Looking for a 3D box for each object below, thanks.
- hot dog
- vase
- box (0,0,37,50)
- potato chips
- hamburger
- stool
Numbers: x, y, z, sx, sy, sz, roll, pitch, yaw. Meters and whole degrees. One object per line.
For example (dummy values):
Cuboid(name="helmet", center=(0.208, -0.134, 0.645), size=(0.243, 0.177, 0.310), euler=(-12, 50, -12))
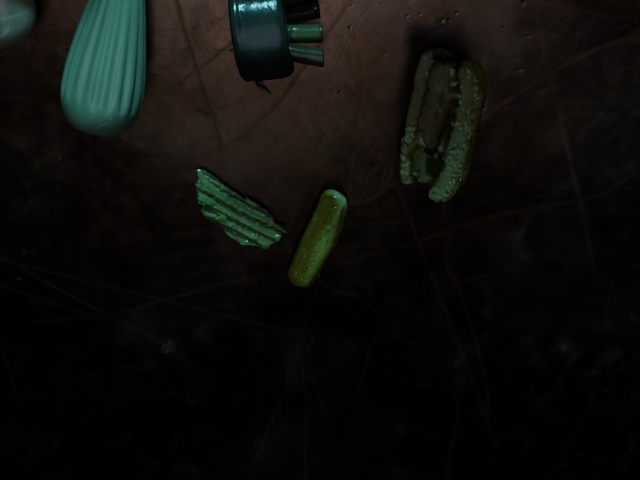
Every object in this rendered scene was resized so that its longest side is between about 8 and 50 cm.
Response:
Cuboid(name="hot dog", center=(0.000, 0.000, 1.465), size=(0.066, 0.047, 0.216), euler=(33, 121, 19))
Cuboid(name="vase", center=(-0.329, -0.292, 1.220), size=(0.128, 0.128, 0.248), euler=(13, 112, -11))
Cuboid(name="box", center=(-0.535, -0.352, 1.186), size=(0.200, 0.088, 0.146), euler=(-10, 121, 4))
Cuboid(name="potato chips", center=(-0.160, -0.046, 1.438), size=(0.207, 0.028, 0.092), euler=(34, 113, -24))
Cuboid(name="hamburger", center=(0.215, -0.194, 1.306), size=(0.124, 0.131, 0.262), euler=(26, 130, 21))
Cuboid(name="stool", center=(-0.070, -0.345, 1.177), size=(0.139, 0.153, 0.228), euler=(-7, 123, 1))
